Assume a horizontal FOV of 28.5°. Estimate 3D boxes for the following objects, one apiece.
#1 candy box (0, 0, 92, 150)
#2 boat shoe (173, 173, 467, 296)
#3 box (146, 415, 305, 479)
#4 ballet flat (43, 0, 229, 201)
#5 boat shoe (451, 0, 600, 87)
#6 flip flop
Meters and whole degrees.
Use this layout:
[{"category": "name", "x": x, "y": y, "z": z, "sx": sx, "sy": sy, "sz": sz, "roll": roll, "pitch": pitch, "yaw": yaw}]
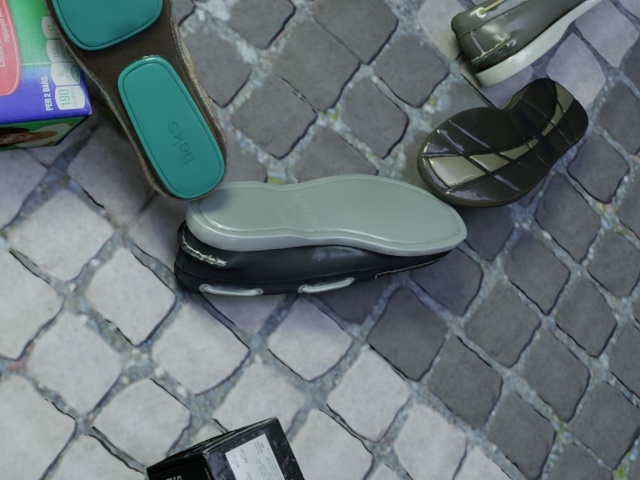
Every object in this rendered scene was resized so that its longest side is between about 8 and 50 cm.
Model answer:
[{"category": "candy box", "x": -0.384, "y": -0.205, "z": 1.077, "sx": 0.317, "sy": 0.122, "sz": 0.268, "roll": -9, "pitch": 82, "yaw": -28}, {"category": "boat shoe", "x": 0.000, "y": 0.000, "z": 1.235, "sx": 0.302, "sy": 0.091, "sz": 0.114, "roll": 3, "pitch": 41, "yaw": -25}, {"category": "box", "x": -0.061, "y": 0.256, "z": 1.090, "sx": 0.077, "sy": 0.147, "sz": 0.180, "roll": -22, "pitch": 87, "yaw": -30}, {"category": "ballet flat", "x": -0.171, "y": -0.180, "z": 1.096, "sx": 0.107, "sy": 0.106, "sz": 0.316, "roll": -20, "pitch": 117, "yaw": -6}, {"category": "boat shoe", "x": 0.268, "y": -0.292, "z": 1.446, "sx": 0.305, "sy": 0.109, "sz": 0.091, "roll": -41, "pitch": 100, "yaw": -26}, {"category": "flip flop", "x": 0.197, "y": -0.101, "z": 1.377, "sx": 0.112, "sy": 0.080, "sz": 0.277, "roll": 52, "pitch": 44, "yaw": 3}]
